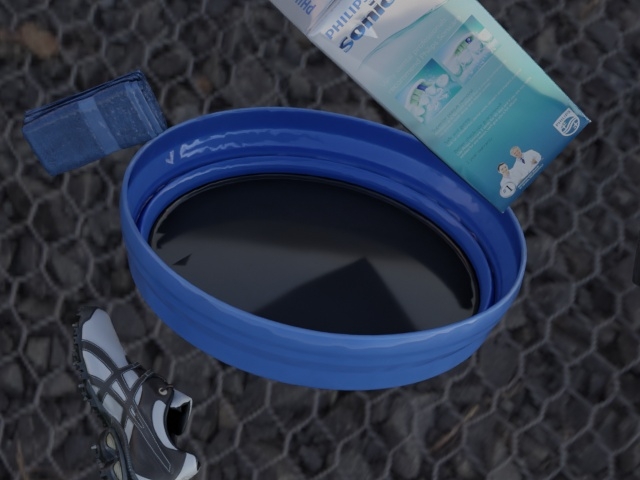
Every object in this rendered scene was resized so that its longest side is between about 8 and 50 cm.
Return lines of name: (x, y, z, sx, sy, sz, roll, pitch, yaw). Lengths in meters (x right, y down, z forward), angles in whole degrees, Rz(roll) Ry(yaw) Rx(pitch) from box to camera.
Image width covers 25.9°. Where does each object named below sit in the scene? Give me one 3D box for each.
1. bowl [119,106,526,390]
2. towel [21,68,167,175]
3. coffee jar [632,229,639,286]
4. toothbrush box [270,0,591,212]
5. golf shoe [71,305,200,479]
bowl: (0.000, 0.000, 1.339, 0.391, 0.077, 0.391, 8, 34, -6)
towel: (-0.203, -0.105, 1.253, 0.119, 0.067, 0.029, -21, 34, 4)
coffee jar: (0.418, 0.022, 1.434, 0.184, 0.096, 0.079, 14, 20, 22)
toothbrush box: (0.076, -0.187, 1.270, 0.126, 0.295, 0.216, -48, 37, 8)
golf shoe: (-0.162, 0.140, 1.235, 0.093, 0.077, 0.198, -20, 64, 0)
